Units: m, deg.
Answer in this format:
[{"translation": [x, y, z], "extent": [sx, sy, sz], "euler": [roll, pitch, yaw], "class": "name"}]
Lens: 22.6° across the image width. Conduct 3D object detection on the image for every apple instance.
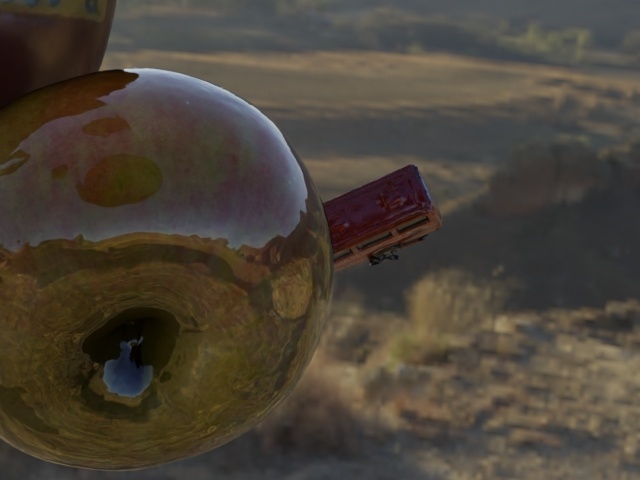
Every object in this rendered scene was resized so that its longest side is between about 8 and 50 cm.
[{"translation": [-0.119, 0.007, 0.991], "extent": [0.256, 0.257, 0.234], "euler": [4, 37, -9], "class": "apple"}]

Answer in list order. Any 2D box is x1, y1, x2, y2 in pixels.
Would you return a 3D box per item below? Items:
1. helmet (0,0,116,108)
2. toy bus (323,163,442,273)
[{"translation": [-0.302, -0.143, 1.116], "extent": [0.337, 0.230, 0.385], "euler": [-7, -2, 27], "class": "helmet"}, {"translation": [0.000, 0.000, 1.544], "extent": [0.234, 0.074, 0.096], "euler": [-23, -16, 3], "class": "toy bus"}]
